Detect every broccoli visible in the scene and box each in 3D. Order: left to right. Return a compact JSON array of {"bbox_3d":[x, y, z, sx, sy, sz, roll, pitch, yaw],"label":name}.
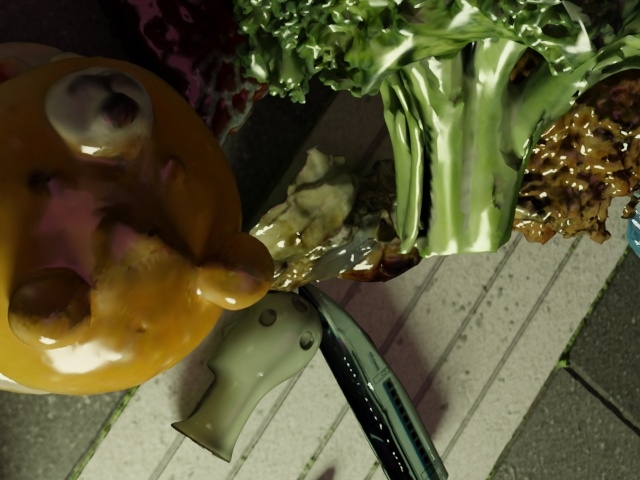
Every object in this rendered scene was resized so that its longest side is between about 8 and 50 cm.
[{"bbox_3d":[0.120,-0.163,1.051,0.375,0.249,0.302,2,139,2],"label":"broccoli"}]

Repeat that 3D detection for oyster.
[{"bbox_3d":[0.014,-0.008,1.196,0.233,0.161,0.107,-18,77,-47],"label":"oyster"}]

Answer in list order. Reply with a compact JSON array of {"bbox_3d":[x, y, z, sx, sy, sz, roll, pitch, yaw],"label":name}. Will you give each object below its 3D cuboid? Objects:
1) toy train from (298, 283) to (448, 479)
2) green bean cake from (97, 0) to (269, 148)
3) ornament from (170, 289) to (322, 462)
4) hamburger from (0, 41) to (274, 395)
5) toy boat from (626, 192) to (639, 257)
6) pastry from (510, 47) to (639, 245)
[{"bbox_3d":[0.048,0.131,1.287,0.048,0.055,0.252,-37,117,-22],"label":"toy train"},{"bbox_3d":[-0.112,-0.207,1.099,0.198,0.097,0.233,-51,121,-14],"label":"green bean cake"},{"bbox_3d":[-0.062,0.111,1.206,0.156,0.081,0.075,-56,164,-9],"label":"ornament"},{"bbox_3d":[-0.180,-0.009,1.013,0.276,0.237,0.276,-7,102,-34],"label":"hamburger"},{"bbox_3d":[0.369,-0.042,1.472,0.105,0.034,0.149,20,88,-35],"label":"toy boat"},{"bbox_3d":[0.201,-0.126,1.221,0.193,0.275,0.275,41,76,-30],"label":"pastry"}]
